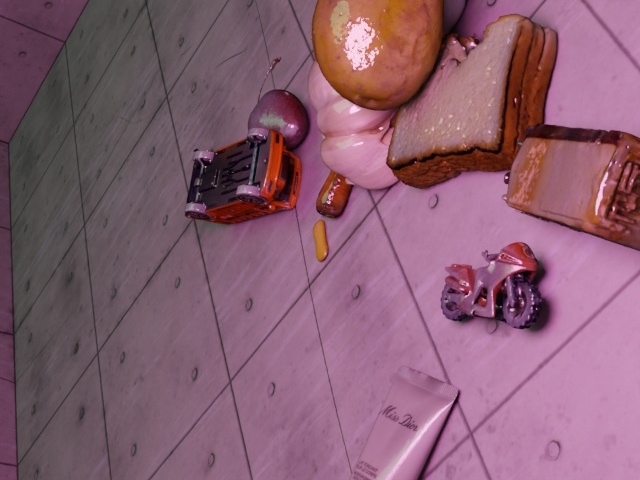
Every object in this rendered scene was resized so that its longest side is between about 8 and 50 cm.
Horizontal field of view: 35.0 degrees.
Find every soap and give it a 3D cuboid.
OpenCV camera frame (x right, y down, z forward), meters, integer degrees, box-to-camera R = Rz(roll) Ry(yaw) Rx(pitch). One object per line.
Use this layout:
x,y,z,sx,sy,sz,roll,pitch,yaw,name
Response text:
0.000,0.000,1.890,0.034,0.012,0.089,-41,42,39,soap

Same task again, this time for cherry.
-0.070,-0.266,2.048,0.188,0.115,0.148,-63,13,2,cherry

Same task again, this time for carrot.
0.040,-0.118,1.862,0.055,0.055,0.161,16,81,58,carrot

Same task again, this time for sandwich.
0.232,-0.217,1.580,0.273,0.095,0.248,-7,67,56,sandwich

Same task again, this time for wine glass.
0.204,-0.412,1.728,0.202,0.093,0.093,-59,34,15,wine glass

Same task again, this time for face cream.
0.099,0.346,1.510,0.143,0.089,0.314,14,74,57,face cream

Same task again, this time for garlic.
0.075,-0.245,1.752,0.203,0.185,0.281,-20,55,31,garlic

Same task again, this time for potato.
0.091,-0.335,1.592,0.229,0.229,0.266,5,79,57,potato

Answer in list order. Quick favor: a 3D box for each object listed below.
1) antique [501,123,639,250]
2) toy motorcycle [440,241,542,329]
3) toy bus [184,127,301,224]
0.340,-0.074,1.317,0.284,0.150,0.125,29,99,66,antique
0.242,0.061,1.433,0.212,0.084,0.118,0,82,61,toy motorcycle
-0.148,-0.119,2.048,0.329,0.153,0.142,-14,64,55,toy bus
